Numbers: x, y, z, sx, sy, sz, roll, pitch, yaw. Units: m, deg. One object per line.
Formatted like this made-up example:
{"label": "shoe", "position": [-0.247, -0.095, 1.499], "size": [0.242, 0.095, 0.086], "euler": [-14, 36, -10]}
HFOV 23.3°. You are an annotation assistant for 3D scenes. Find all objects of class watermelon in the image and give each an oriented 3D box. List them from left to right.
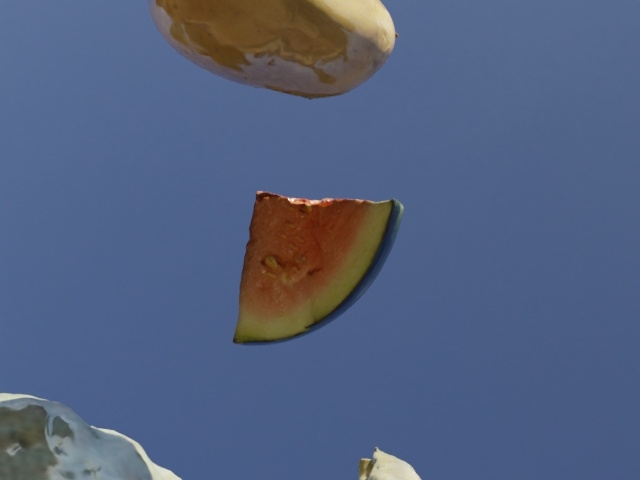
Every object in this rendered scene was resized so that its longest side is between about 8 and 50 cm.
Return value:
{"label": "watermelon", "position": [0.012, 0.015, 1.404], "size": [0.145, 0.193, 0.137], "euler": [2, -51, 23]}

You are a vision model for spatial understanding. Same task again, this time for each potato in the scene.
{"label": "potato", "position": [-0.032, -0.155, 1.056], "size": [0.118, 0.178, 0.109], "euler": [-32, -135, 55]}

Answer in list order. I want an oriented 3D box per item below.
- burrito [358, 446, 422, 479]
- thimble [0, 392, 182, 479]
{"label": "burrito", "position": [0.062, 0.233, 1.100], "size": [0.059, 0.275, 0.082], "euler": [-39, -76, 11]}
{"label": "thimble", "position": [-0.227, 0.256, 1.086], "size": [0.291, 0.291, 0.195], "euler": [-23, -147, 32]}
